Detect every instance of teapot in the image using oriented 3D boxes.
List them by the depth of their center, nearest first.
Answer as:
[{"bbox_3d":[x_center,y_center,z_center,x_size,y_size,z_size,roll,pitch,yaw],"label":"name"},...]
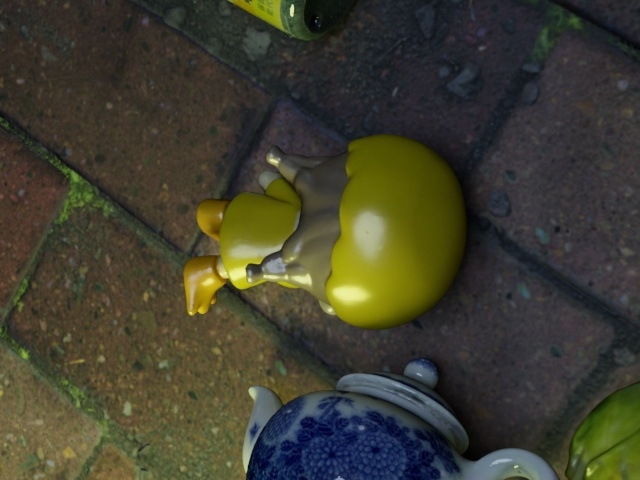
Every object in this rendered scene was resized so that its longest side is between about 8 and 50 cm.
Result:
[{"bbox_3d":[0.060,0.246,1.241,0.424,0.252,0.280,9,57,37],"label":"teapot"}]

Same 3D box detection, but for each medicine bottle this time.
[{"bbox_3d":[-0.098,-0.355,1.346,0.293,0.141,0.141,33,104,22],"label":"medicine bottle"}]

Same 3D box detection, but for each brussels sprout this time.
[{"bbox_3d":[0.348,0.233,1.129,0.223,0.161,0.223,0,89,18],"label":"brussels sprout"}]

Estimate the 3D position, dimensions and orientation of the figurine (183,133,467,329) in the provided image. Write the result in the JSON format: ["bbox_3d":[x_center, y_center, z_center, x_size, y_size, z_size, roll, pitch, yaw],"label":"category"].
[{"bbox_3d":[0.000,0.000,1.293,0.344,0.187,0.215,-9,75,32],"label":"figurine"}]
